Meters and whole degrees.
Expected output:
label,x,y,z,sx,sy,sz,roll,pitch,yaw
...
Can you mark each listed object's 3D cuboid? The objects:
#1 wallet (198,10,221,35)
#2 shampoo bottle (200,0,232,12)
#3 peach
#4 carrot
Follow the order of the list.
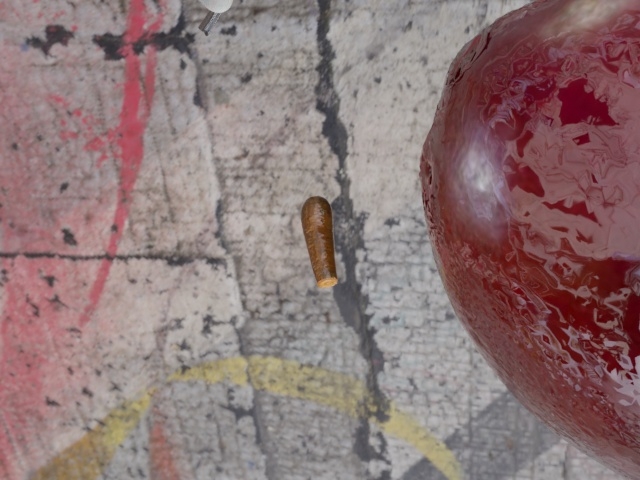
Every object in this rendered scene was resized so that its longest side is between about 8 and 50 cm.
label,x,y,z,sx,sy,sz,roll,pitch,yaw
wallet,-0.141,-0.386,1.224,0.018,0.082,0.156,30,101,-23
shampoo bottle,-0.134,-0.346,0.953,0.051,0.221,0.108,-30,97,-8
peach,0.268,-0.002,0.585,0.339,0.353,0.416,-32,100,-13
carrot,0.000,0.000,0.758,0.032,0.093,0.032,-7,152,-4
